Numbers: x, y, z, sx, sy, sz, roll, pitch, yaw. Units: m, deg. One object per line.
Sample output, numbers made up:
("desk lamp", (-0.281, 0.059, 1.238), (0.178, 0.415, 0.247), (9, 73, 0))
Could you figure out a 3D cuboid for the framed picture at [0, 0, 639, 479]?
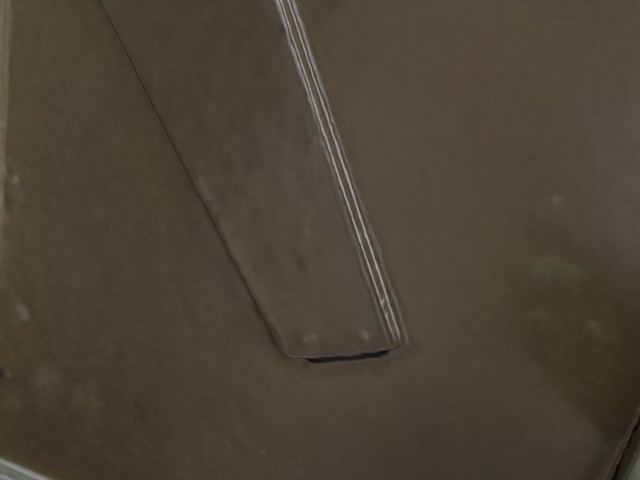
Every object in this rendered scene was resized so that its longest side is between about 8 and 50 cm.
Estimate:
("framed picture", (0.000, 0.000, 0.384), (0.211, 0.289, 0.020), (20, 40, 10))
